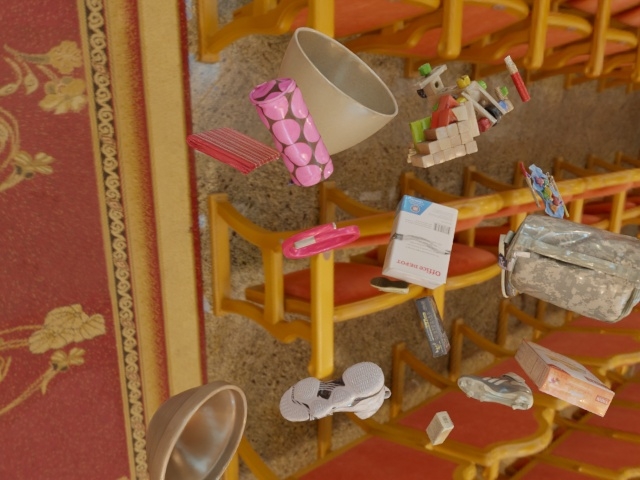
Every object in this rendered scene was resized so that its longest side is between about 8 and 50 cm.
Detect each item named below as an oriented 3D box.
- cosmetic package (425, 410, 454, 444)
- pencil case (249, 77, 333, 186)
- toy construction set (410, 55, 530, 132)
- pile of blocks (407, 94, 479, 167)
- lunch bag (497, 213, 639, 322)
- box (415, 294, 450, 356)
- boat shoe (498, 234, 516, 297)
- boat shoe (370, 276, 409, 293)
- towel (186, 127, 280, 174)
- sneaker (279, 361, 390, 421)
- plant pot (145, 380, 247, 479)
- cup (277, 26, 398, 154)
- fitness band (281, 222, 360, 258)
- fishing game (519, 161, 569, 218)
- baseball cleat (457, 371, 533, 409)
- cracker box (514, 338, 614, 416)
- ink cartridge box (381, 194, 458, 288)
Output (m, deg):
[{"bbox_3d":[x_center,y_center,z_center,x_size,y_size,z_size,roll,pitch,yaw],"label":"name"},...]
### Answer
[{"bbox_3d":[0.404,0.637,1.679,0.041,0.060,0.115,-3,134,-19],"label":"cosmetic package"},{"bbox_3d":[-0.053,-0.193,0.890,0.095,0.098,0.209,-33,136,-7],"label":"pencil case"},{"bbox_3d":[0.414,-0.433,1.426,0.308,0.257,0.237,-30,104,3],"label":"toy construction set"},{"bbox_3d":[0.253,-0.246,1.061,0.362,0.148,0.113,-44,119,-64],"label":"pile of blocks"},{"bbox_3d":[0.590,0.055,1.159,0.256,0.305,0.213,23,87,-65],"label":"lunch bag"},{"bbox_3d":[0.453,0.338,1.989,0.183,0.059,0.233,12,59,-71],"label":"box"},{"bbox_3d":[0.562,0.081,1.440,0.081,0.068,0.228,-62,143,-43],"label":"boat shoe"},{"bbox_3d":[0.269,0.180,1.938,0.048,0.152,0.056,81,19,-44],"label":"boat shoe"},{"bbox_3d":[-0.237,-0.260,1.401,0.031,0.198,0.275,-65,176,21],"label":"towel"},{"bbox_3d":[0.060,0.535,1.654,0.365,0.138,0.210,-22,139,10],"label":"sneaker"},{"bbox_3d":[-0.257,0.377,0.965,0.237,0.109,0.238,-38,137,-48],"label":"plant pot"},{"bbox_3d":[0.007,-0.360,1.324,0.331,0.331,0.237,10,134,-40],"label":"cup"},{"bbox_3d":[0.000,0.000,1.797,0.209,0.290,0.054,40,34,-75],"label":"fitness band"},{"bbox_3d":[0.637,-0.131,1.372,0.264,0.041,0.189,9,61,-46],"label":"fishing game"},{"bbox_3d":[0.494,0.413,1.407,0.109,0.205,0.072,-54,160,-55],"label":"baseball cleat"},{"bbox_3d":[0.599,0.334,1.240,0.232,0.155,0.067,-40,152,-81],"label":"cracker box"},{"bbox_3d":[0.386,0.009,1.929,0.223,0.129,0.308,16,72,-2],"label":"ink cartridge box"}]
